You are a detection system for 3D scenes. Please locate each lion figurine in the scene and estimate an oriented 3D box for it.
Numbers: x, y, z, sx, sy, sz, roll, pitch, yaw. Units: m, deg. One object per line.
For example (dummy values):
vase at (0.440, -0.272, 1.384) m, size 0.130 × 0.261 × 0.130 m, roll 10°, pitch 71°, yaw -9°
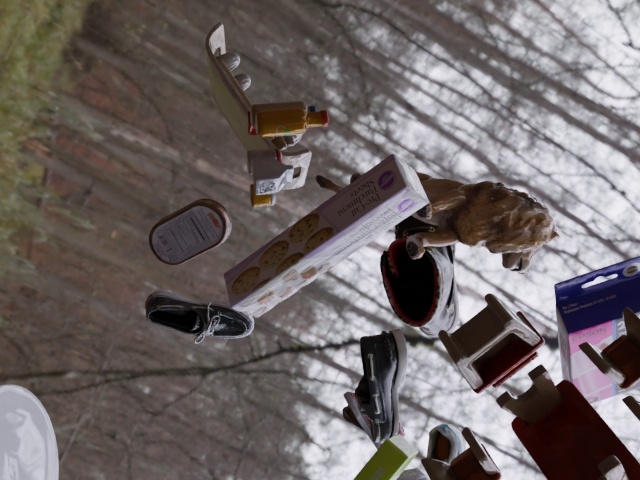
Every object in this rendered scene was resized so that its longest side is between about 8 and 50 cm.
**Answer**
lion figurine at (0.192, -0.062, 1.351) m, size 0.392 × 0.240 × 0.142 m, roll 34°, pitch -52°, yaw 45°

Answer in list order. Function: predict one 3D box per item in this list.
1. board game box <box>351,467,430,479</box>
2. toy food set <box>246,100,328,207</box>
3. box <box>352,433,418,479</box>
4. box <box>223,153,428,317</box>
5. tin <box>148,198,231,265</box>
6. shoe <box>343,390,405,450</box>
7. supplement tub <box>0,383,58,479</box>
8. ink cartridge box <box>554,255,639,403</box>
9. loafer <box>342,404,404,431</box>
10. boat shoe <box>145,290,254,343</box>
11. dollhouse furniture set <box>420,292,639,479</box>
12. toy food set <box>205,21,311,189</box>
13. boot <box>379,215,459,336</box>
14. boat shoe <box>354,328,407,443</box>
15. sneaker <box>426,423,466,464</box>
board game box at (0.104, 0.653, 2.032) m, size 0.208 × 0.347 × 0.056 m, roll 99°, pitch -19°, yaw -80°
toy food set at (-0.058, -0.146, 1.250) m, size 0.232 × 0.105 × 0.111 m, roll 101°, pitch -20°, yaw -56°
box at (0.056, 0.345, 1.074) m, size 0.178 × 0.042 × 0.109 m, roll -50°, pitch 163°, yaw 1°
box at (0.000, 0.000, 1.123) m, size 0.324 × 0.063 × 0.067 m, roll -34°, pitch -127°, yaw 23°
tin at (-0.277, -0.015, 1.675) m, size 0.190 × 0.106 × 0.040 m, roll -26°, pitch -166°, yaw 19°
shoe at (0.128, 0.411, 1.862) m, size 0.081 × 0.178 × 0.063 m, roll -33°, pitch -167°, yaw -5°
supplement tub at (-0.475, 0.263, 0.857) m, size 0.228 × 0.316 × 0.228 m, roll -7°, pitch 90°, yaw -78°
ink cartridge box at (0.558, 0.189, 1.544) m, size 0.176 × 0.370 × 0.069 m, roll -19°, pitch -137°, yaw 4°
loafer at (0.131, 0.469, 2.022) m, size 0.061 × 0.170 × 0.062 m, roll 52°, pitch 56°, yaw -71°
boat shoe at (-0.325, 0.217, 2.159) m, size 0.113 × 0.306 × 0.105 m, roll -63°, pitch -160°, yaw 17°
dollhouse furniture set at (0.241, 0.184, 0.838) m, size 0.262 × 0.135 × 0.259 m, roll -40°, pitch -139°, yaw 9°
toy food set at (-0.122, -0.256, 1.563) m, size 0.092 × 0.306 × 0.219 m, roll -31°, pitch 172°, yaw -11°
boot at (0.212, 0.025, 1.727) m, size 0.284 × 0.138 × 0.377 m, roll 18°, pitch 66°, yaw -72°
boat shoe at (0.114, 0.306, 1.632) m, size 0.114 × 0.091 × 0.302 m, roll -112°, pitch -160°, yaw -59°
sneaker at (0.271, 0.515, 1.719) m, size 0.087 × 0.092 × 0.228 m, roll -15°, pitch -112°, yaw 31°
